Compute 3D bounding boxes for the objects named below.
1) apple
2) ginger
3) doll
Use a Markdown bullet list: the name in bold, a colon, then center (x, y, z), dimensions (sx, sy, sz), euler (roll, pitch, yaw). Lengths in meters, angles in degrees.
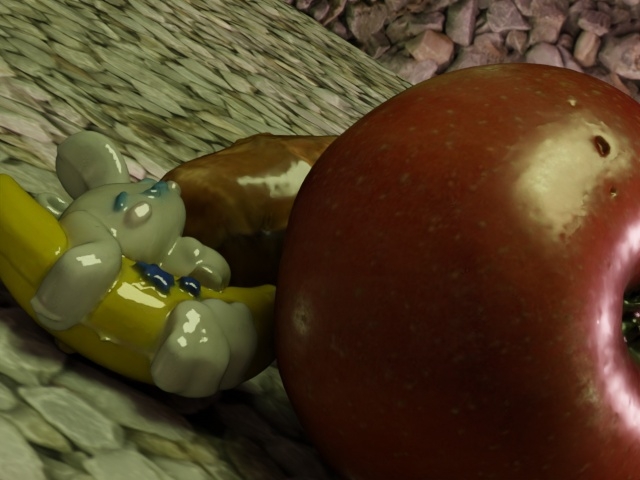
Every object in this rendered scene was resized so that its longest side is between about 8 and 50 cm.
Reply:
- **apple**: center (0.136, 0.048, 1.133), dimensions (0.348, 0.348, 0.277), euler (21, -16, -37)
- **ginger**: center (0.000, 0.000, 1.382), dimensions (0.321, 0.172, 0.165), euler (19, 13, -38)
- **doll**: center (-0.131, 0.016, 1.165), dimensions (0.237, 0.111, 0.252), euler (31, 21, 7)
